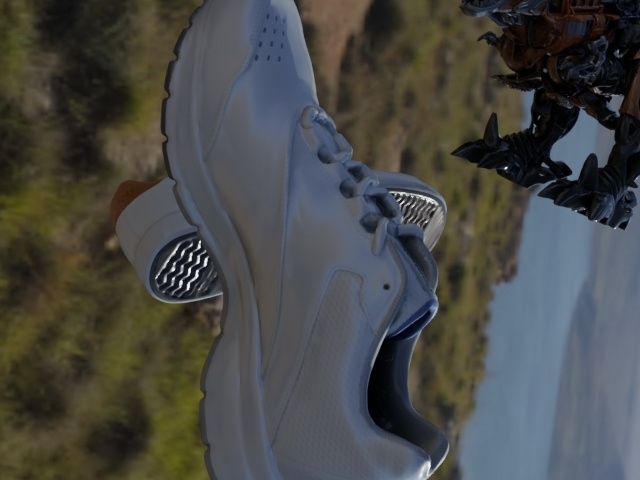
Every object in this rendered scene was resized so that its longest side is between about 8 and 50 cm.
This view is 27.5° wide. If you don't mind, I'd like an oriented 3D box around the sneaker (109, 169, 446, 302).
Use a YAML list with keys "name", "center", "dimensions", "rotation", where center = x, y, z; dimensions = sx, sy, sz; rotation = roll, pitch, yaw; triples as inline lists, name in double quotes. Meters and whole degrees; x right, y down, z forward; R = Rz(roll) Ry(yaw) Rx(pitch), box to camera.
- name: "sneaker"
  center: [-0.031, -0.029, 1.054]
  dimensions: [0.290, 0.123, 0.106]
  rotation: [-4, 125, -35]

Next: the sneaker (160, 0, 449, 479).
- name: "sneaker"
  center: [0.000, 0.000, 0.698]
  dimensions: [0.111, 0.129, 0.297]
  rotation: [-6, 85, -60]

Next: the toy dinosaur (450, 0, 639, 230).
- name: "toy dinosaur"
  center: [0.234, -0.131, 1.069]
  dimensions: [0.218, 0.322, 0.164]
  rotation: [-66, -162, 6]
